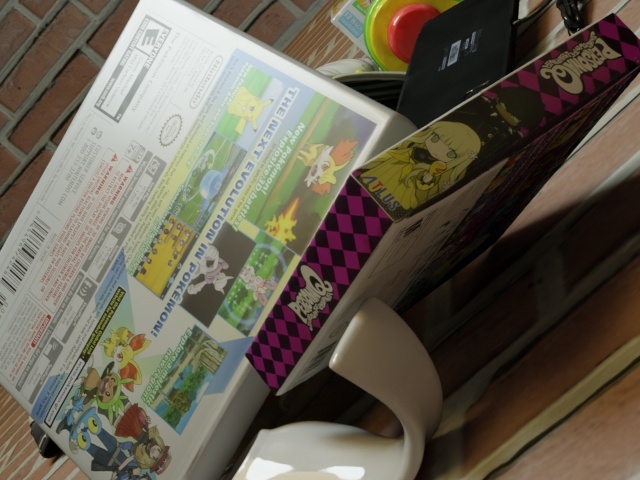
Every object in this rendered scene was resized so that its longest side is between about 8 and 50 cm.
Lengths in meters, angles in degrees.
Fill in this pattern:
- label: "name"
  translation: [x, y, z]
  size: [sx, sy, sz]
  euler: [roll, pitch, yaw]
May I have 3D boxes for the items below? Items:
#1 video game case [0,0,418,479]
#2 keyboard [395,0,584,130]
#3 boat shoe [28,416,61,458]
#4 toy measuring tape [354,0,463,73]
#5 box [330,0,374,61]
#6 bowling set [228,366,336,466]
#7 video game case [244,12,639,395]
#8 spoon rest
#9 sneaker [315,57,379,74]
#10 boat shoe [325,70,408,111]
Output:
- label: "video game case"
  translation: [-0.115, 0.003, 0.937]
  size: [0.300, 0.036, 0.329]
  euler: [34, 95, 41]
- label: "keyboard"
  translation: [0.164, -0.181, 1.177]
  size: [0.202, 0.033, 0.317]
  euler: [-27, 22, 24]
- label: "boat shoe"
  translation: [-0.326, 0.240, 1.734]
  size: [0.206, 0.075, 0.065]
  euler: [-32, 63, 41]
- label: "toy measuring tape"
  translation: [0.148, -0.288, 1.464]
  size: [0.330, 0.121, 0.121]
  euler: [-48, 11, 8]
- label: "box"
  translation: [0.087, -0.300, 1.710]
  size: [0.103, 0.114, 0.203]
  euler: [-47, 10, 10]
- label: "bowling set"
  translation: [-0.110, 0.081, 1.026]
  size: [0.154, 0.200, 0.287]
  euler: [-55, 5, -21]
- label: "video game case"
  translation: [0.069, -0.015, 0.759]
  size: [0.210, 0.042, 0.232]
  euler: [-32, -14, -29]
- label: "spoon rest"
  translation: [-0.002, 0.141, 0.780]
  size: [0.137, 0.084, 0.276]
  euler: [-57, 1, -40]
- label: "sneaker"
  translation: [-0.026, -0.147, 1.751]
  size: [0.305, 0.114, 0.152]
  euler: [-34, 3, 45]
- label: "boat shoe"
  translation: [-0.011, -0.125, 1.251]
  size: [0.302, 0.109, 0.094]
  euler: [-15, -2, -25]
